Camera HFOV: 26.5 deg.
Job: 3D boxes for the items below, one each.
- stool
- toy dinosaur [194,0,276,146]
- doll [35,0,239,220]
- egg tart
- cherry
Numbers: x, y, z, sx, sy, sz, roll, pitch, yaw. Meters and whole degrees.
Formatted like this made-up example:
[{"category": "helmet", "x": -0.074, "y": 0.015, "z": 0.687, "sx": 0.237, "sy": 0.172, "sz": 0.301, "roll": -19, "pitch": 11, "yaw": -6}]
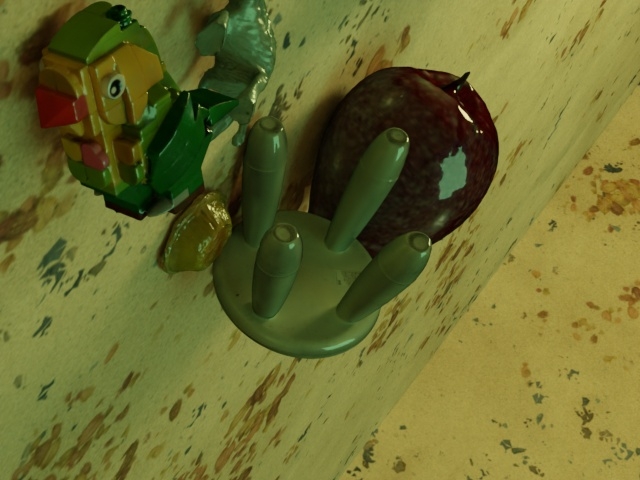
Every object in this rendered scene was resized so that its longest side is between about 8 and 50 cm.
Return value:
[{"category": "stool", "x": 0.000, "y": 0.000, "z": 1.448, "sx": 0.199, "sy": 0.195, "sz": 0.195, "roll": 118, "pitch": -29, "yaw": -51}, {"category": "toy dinosaur", "x": -0.066, "y": -0.181, "z": 1.137, "sx": 0.383, "sy": 0.076, "sz": 0.129, "roll": 111, "pitch": -14, "yaw": -54}, {"category": "doll", "x": -0.143, "y": -0.100, "z": 1.027, "sx": 0.134, "sy": 0.106, "sz": 0.186, "roll": -60, "pitch": 149, "yaw": -12}, {"category": "egg tart", "x": -0.123, "y": -0.003, "z": 1.408, "sx": 0.105, "sy": 0.039, "sz": 0.105, "roll": -53, "pitch": 166, "yaw": -19}, {"category": "cherry", "x": 0.096, "y": -0.089, "z": 1.630, "sx": 0.300, "sy": 0.203, "sz": 0.230, "roll": -49, "pitch": 173, "yaw": 22}]
